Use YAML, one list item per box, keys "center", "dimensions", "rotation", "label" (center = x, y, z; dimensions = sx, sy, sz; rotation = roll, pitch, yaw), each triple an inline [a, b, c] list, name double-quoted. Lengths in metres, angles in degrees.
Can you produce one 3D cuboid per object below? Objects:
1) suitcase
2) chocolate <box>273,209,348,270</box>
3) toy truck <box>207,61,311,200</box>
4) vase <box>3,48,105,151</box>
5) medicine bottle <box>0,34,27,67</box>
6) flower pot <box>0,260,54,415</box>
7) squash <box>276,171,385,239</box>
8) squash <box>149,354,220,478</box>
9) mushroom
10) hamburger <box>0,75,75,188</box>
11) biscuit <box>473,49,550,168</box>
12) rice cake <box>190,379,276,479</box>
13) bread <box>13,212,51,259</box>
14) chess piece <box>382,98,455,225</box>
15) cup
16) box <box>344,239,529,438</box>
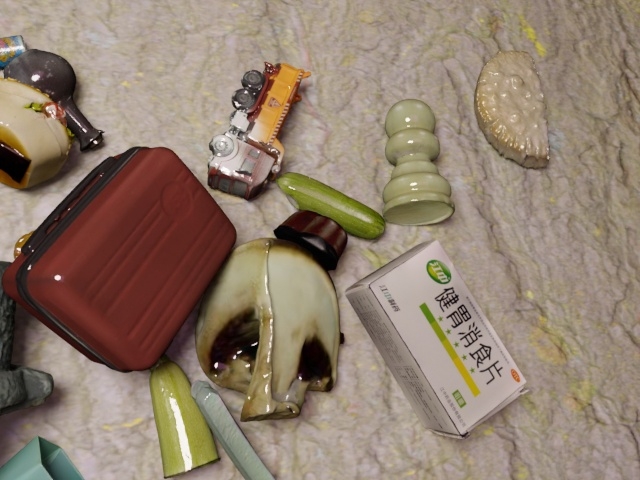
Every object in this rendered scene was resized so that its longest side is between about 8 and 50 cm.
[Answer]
- center: [-0.282, 0.022, 0.804]
  dimensions: [0.236, 0.161, 0.297]
  rotation: [57, 47, -35]
  label: "suitcase"
- center: [0.000, 0.000, 1.013]
  dimensions: [0.080, 0.149, 0.125]
  rotation: [-55, 136, -20]
  label: "chocolate"
- center: [-0.118, -0.211, 1.033]
  dimensions: [0.135, 0.114, 0.270]
  rotation: [23, 70, -5]
  label: "toy truck"
- center: [-0.455, -0.238, 0.943]
  dimensions: [0.120, 0.120, 0.183]
  rotation: [-46, 107, -20]
  label: "vase"
- center: [-0.613, -0.317, 0.941]
  dimensions: [0.191, 0.051, 0.051]
  rotation: [-19, 84, -18]
  label: "medicine bottle"
- center: [-0.526, 0.167, 0.733]
  dimensions: [0.300, 0.299, 0.282]
  rotation: [2, 81, -16]
  label: "flower pot"
- center: [0.020, -0.068, 1.062]
  dimensions: [0.239, 0.069, 0.069]
  rotation: [26, 72, -9]
  label: "squash"
- center: [-0.248, 0.276, 0.899]
  dimensions: [0.095, 0.094, 0.224]
  rotation: [-19, 78, -19]
  label: "squash"
- center: [-0.083, 0.167, 0.956]
  dimensions: [0.218, 0.212, 0.291]
  rotation: [19, 56, -56]
  label: "mushroom"
- center: [-0.491, -0.167, 0.861]
  dimensions: [0.173, 0.210, 0.116]
  rotation: [24, 58, -23]
  label: "hamburger"
- center: [0.431, -0.298, 1.225]
  dimensions: [0.179, 0.084, 0.280]
  rotation: [-7, 80, -18]
  label: "biscuit"
- center: [-0.143, 0.328, 0.888]
  dimensions: [0.042, 0.080, 0.221]
  rotation: [-37, 109, -26]
  label: "rice cake"
- center: [-0.376, 0.008, 0.902]
  dimensions: [0.233, 0.088, 0.160]
  rotation: [-40, 107, -37]
  label: "bread"
- center: [0.191, -0.170, 1.109]
  dimensions: [0.145, 0.144, 0.251]
  rotation: [4, 70, -16]
  label: "chess piece"
- center: [-0.469, 0.421, 0.781]
  dimensions: [0.236, 0.134, 0.148]
  rotation: [-38, 87, -17]
  label: "cup"
- center: [0.214, 0.185, 1.020]
  dimensions: [0.173, 0.145, 0.332]
  rotation: [-30, 87, -19]
  label: "box"
